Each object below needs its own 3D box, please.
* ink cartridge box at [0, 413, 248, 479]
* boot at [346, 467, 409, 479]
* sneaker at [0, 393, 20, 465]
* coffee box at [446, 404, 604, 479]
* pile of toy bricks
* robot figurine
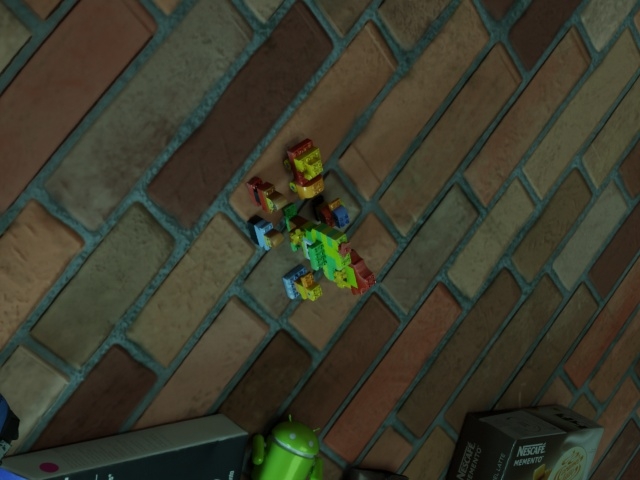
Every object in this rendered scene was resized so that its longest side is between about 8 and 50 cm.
[{"bbox_3d":[-0.252,0.310,1.314,0.371,0.069,0.175,-4,112,-40],"label":"ink cartridge box"},{"bbox_3d":[0.017,0.413,1.627,0.248,0.090,0.206,13,88,-45],"label":"boot"},{"bbox_3d":[-0.362,0.215,1.159,0.152,0.058,0.084,-49,127,-24],"label":"sneaker"},{"bbox_3d":[0.322,0.344,1.854,0.247,0.098,0.141,5,106,-45],"label":"coffee box"},{"bbox_3d":[0.000,0.000,1.369,0.118,0.105,0.212,-36,131,-26],"label":"pile of toy bricks"},{"bbox_3d":[-0.045,0.279,1.491,0.101,0.067,0.115,25,93,-17],"label":"robot figurine"}]
